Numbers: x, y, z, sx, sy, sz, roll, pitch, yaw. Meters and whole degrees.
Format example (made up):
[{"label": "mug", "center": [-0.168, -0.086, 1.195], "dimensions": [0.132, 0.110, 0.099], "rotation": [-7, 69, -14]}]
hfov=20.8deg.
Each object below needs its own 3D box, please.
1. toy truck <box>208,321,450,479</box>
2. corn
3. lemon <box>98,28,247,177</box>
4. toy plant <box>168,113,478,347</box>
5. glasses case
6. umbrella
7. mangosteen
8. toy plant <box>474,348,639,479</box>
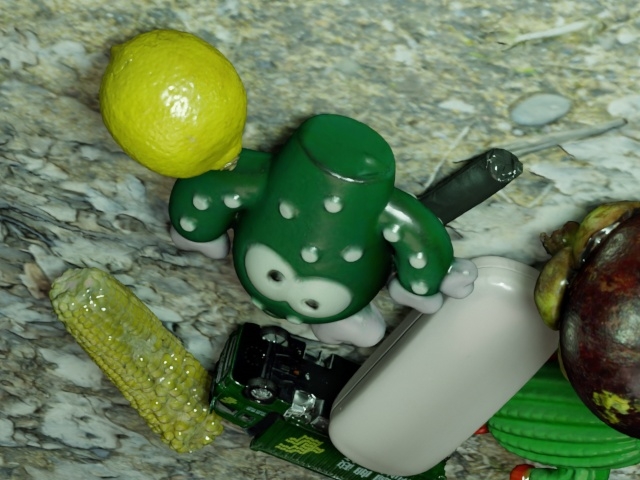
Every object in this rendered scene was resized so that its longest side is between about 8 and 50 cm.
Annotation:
[{"label": "toy truck", "center": [0.012, 0.174, 1.760], "dimensions": [0.259, 0.088, 0.121], "rotation": [23, 144, -14]}, {"label": "corn", "center": [-0.178, 0.123, 1.767], "dimensions": [0.087, 0.086, 0.288], "rotation": [-3, 142, 29]}, {"label": "lemon", "center": [-0.111, -0.104, 1.342], "dimensions": [0.133, 0.109, 0.109], "rotation": [43, 144, -10]}, {"label": "toy plant", "center": [-0.005, -0.001, 1.456], "dimensions": [0.232, 0.112, 0.243], "rotation": [42, 138, -18]}, {"label": "glasses case", "center": [0.112, 0.120, 1.592], "dimensions": [0.113, 0.075, 0.297], "rotation": [28, 133, -14]}, {"label": "umbrella", "center": [0.115, -0.041, 1.417], "dimensions": [0.036, 0.031, 0.133], "rotation": [49, 144, -3]}, {"label": "mangosteen", "center": [0.261, 0.051, 1.382], "dimensions": [0.217, 0.192, 0.192], "rotation": [41, 173, 46]}, {"label": "toy plant", "center": [0.216, 0.173, 1.624], "dimensions": [0.240, 0.088, 0.154], "rotation": [-35, 78, 45]}]
